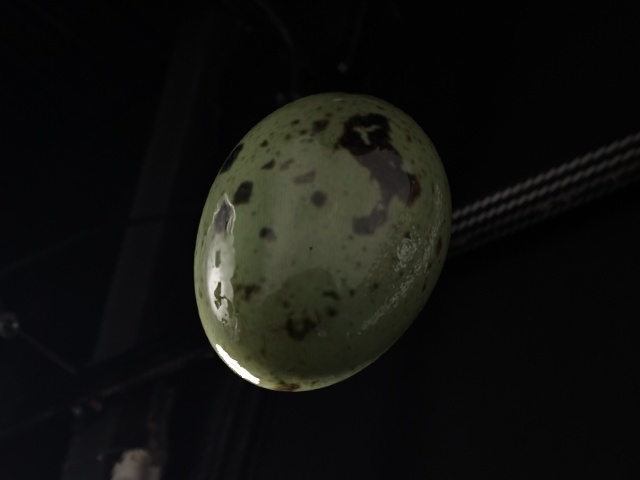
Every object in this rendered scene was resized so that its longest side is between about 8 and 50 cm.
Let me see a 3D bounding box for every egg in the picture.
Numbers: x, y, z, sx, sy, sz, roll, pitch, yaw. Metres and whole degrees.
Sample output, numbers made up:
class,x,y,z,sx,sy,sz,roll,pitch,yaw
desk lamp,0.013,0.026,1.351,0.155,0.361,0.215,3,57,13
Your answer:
class,x,y,z,sx,sy,sz,roll,pitch,yaw
egg,0.000,0.000,1.463,0.288,0.287,0.379,3,-124,49
